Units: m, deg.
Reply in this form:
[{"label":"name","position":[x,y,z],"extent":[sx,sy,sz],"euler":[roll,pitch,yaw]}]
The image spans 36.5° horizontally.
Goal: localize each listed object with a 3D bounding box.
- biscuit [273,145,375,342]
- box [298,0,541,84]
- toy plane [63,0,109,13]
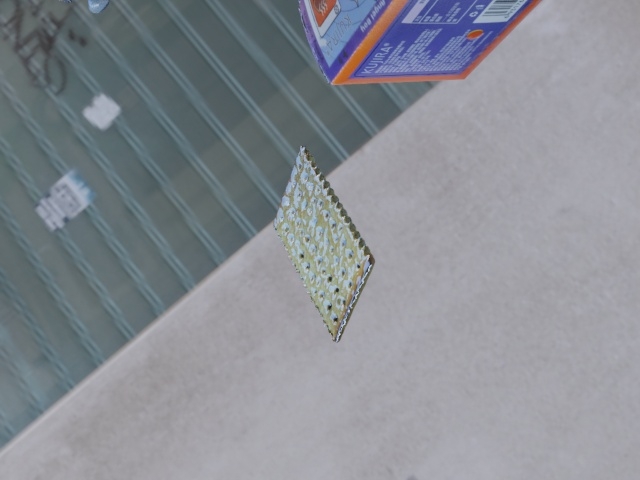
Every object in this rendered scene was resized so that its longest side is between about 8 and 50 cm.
[{"label":"biscuit","position":[0.000,0.000,1.206],"extent":[0.016,0.139,0.231],"euler":[2,-143,-29]},{"label":"box","position":[0.137,-0.437,1.363],"extent":[0.348,0.256,0.319],"euler":[138,121,-61]},{"label":"toy plane","position":[-0.346,-0.427,1.394],"extent":[0.078,0.169,0.246],"euler":[56,-176,19]}]
